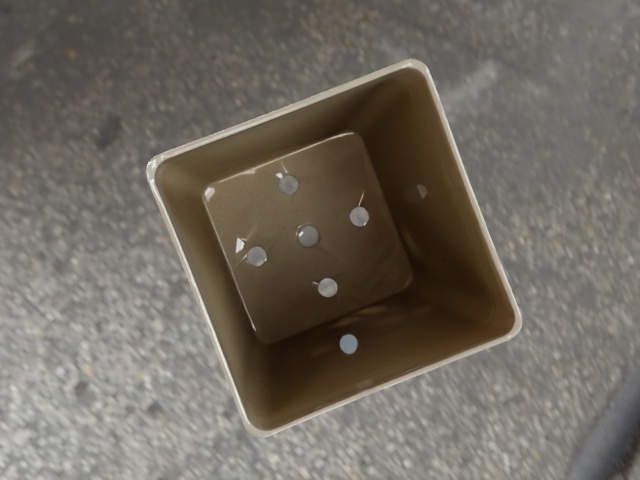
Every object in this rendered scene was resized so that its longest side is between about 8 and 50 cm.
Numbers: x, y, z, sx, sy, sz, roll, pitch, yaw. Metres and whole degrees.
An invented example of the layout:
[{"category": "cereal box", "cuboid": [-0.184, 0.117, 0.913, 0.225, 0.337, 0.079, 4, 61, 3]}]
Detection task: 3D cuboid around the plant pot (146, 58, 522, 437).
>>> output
[{"category": "plant pot", "cuboid": [0.000, 0.000, 0.700, 0.109, 0.096, 0.109, -21, 96, -5]}]
